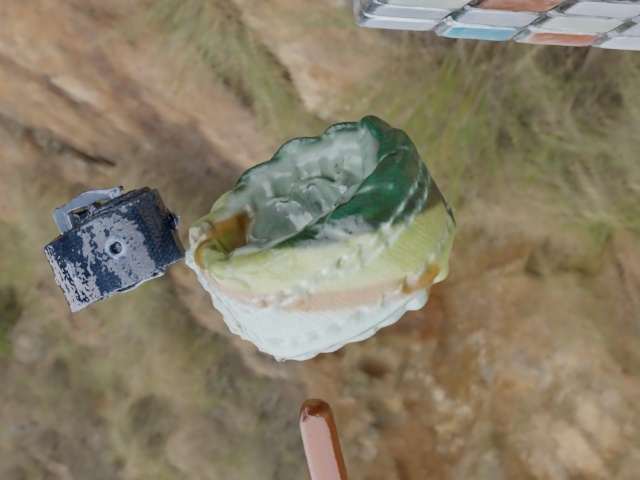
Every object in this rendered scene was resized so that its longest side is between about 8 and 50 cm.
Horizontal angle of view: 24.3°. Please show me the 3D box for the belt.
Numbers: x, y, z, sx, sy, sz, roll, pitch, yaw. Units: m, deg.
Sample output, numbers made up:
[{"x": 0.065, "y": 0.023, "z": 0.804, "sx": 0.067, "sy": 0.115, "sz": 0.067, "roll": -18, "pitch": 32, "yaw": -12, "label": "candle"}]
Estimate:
[{"x": -0.249, "y": 0.000, "z": 1.744, "sx": 0.218, "sy": 0.122, "sz": 0.128, "roll": -21, "pitch": 94, "yaw": 56, "label": "belt"}]

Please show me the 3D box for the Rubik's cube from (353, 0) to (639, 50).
[{"x": 0.163, "y": -0.276, "z": 1.016, "sx": 0.253, "sy": 0.256, "sz": 0.259, "roll": 2, "pitch": 179, "yaw": -4, "label": "Rubik's cube"}]

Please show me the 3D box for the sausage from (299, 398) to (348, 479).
[{"x": 0.003, "y": 0.234, "z": 1.659, "sx": 0.041, "sy": 0.039, "sz": 0.131, "roll": -9, "pitch": 114, "yaw": 8, "label": "sausage"}]

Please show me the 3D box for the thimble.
[{"x": 0.000, "y": 0.000, "z": 1.647, "sx": 0.167, "sy": 0.288, "sz": 0.254, "roll": 60, "pitch": -173, "yaw": -27, "label": "thimble"}]
